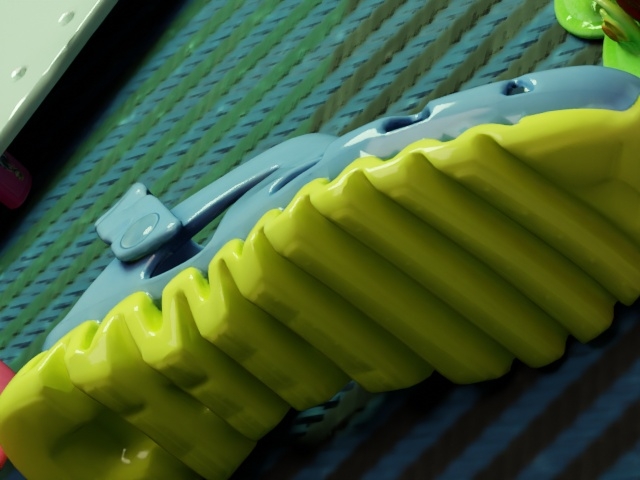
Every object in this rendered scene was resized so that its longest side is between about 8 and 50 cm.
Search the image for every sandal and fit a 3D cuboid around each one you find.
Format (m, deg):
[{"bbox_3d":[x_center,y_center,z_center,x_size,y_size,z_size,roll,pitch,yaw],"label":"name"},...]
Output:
[{"bbox_3d":[0.000,0.000,0.730,0.317,0.126,0.138,-22,38,26],"label":"sandal"}]

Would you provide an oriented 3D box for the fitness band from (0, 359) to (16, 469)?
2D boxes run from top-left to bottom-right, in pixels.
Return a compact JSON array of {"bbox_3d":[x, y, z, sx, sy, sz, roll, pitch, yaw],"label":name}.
[{"bbox_3d":[-0.241,0.166,0.806,0.291,0.054,0.209,-51,13,-12],"label":"fitness band"}]

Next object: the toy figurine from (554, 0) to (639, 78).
[{"bbox_3d":[0.122,-0.150,0.719,0.130,0.159,0.173,-51,36,-8],"label":"toy figurine"}]

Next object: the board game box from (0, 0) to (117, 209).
[{"bbox_3d":[-0.217,-0.177,1.171,0.390,0.050,0.390,17,67,50],"label":"board game box"}]
